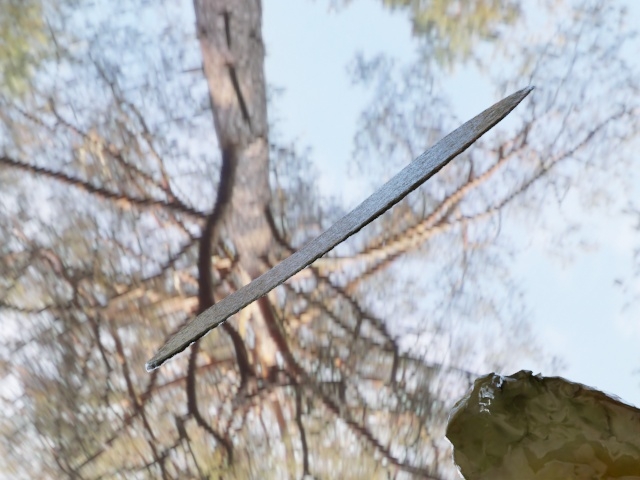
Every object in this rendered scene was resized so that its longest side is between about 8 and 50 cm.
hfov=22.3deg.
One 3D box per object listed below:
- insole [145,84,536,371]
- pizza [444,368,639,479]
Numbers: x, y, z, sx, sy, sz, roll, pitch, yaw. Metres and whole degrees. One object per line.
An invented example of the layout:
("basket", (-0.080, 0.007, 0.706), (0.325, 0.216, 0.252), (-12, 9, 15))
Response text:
("insole", (0.000, 0.000, 0.737), (0.005, 0.253, 0.086), (51, -143, -4))
("pizza", (0.155, 0.122, 0.424), (0.292, 0.197, 0.058), (34, -97, -26))
